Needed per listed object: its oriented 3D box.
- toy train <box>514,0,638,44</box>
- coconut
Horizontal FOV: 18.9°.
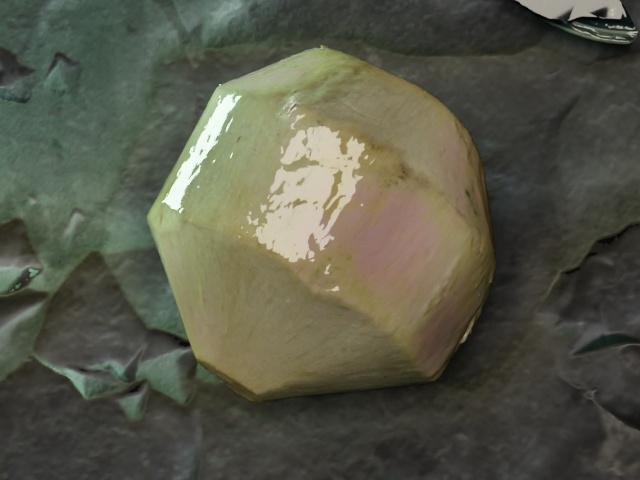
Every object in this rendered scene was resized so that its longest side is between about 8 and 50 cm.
[{"bbox_3d":[0.120,-0.211,1.357,0.252,0.048,0.055,37,97,10],"label":"toy train"},{"bbox_3d":[0.000,0.000,1.258,0.237,0.197,0.236,-1,77,5],"label":"coconut"}]
